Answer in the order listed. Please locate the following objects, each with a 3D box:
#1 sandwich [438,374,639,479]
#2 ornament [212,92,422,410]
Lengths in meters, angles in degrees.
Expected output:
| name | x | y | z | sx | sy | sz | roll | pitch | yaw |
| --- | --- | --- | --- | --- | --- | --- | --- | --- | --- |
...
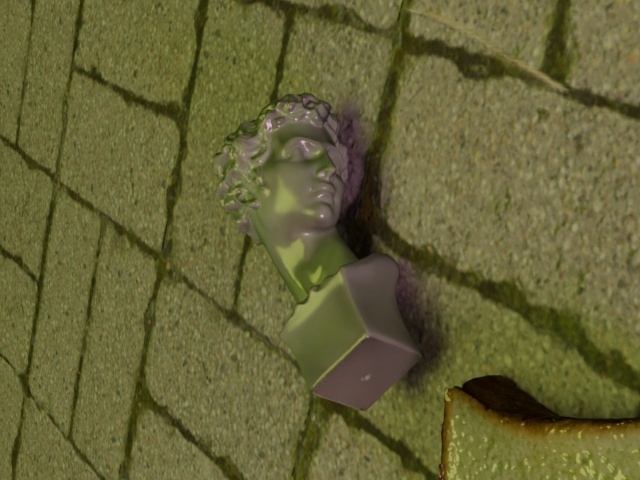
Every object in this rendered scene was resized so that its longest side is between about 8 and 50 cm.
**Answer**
| name | x | y | z | sx | sy | sz | roll | pitch | yaw |
| --- | --- | --- | --- | --- | --- | --- | --- | --- | --- |
| sandwich | 0.176 | 0.190 | 0.709 | 0.215 | 0.065 | 0.186 | -6 | 86 | 52 |
| ornament | -0.006 | 0.012 | 0.903 | 0.130 | 0.120 | 0.285 | -31 | 63 | 26 |
